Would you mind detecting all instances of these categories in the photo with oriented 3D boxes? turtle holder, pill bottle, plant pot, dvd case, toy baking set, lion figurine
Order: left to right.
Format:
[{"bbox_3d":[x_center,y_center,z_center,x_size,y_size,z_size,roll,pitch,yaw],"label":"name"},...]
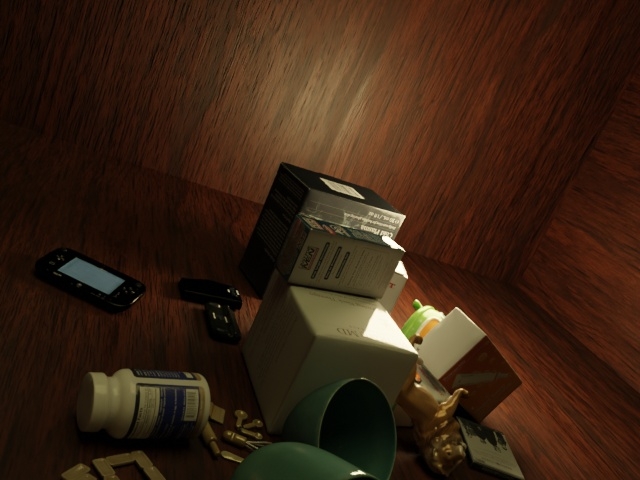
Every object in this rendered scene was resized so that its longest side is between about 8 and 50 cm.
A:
[{"bbox_3d":[-0.396,0.367,1.411,0.264,0.153,0.153,13,20,-33],"label":"pill bottle"},{"bbox_3d":[-0.203,0.480,1.541,0.196,0.030,0.256,13,20,-33],"label":"toy baking set"},{"bbox_3d":[-0.049,0.525,1.199,0.293,0.293,0.235,7,10,-44],"label":"plant pot"},{"bbox_3d":[0.021,0.478,1.509,0.195,0.290,0.290,-10,-10,41],"label":"plant pot"},{"bbox_3d":[0.287,0.466,1.816,0.392,0.142,0.240,46,59,5],"label":"lion figurine"},{"bbox_3d":[0.397,0.399,2.330,0.227,0.320,0.243,32,50,27],"label":"turtle holder"},{"bbox_3d":[0.529,0.661,1.987,0.179,0.030,0.239,22,17,-7],"label":"dvd case"}]

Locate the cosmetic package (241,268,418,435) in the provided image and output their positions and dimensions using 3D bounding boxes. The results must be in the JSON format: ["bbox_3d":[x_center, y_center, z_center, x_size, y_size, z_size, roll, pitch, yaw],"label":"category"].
[{"bbox_3d":[0.008,0.323,1.799,0.329,0.327,0.394,16,19,-26],"label":"cosmetic package"}]

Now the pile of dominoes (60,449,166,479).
[{"bbox_3d":[-0.384,0.513,1.225,0.196,0.040,0.251,6,16,-45],"label":"pile of dominoes"}]

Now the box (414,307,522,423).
[{"bbox_3d":[0.497,0.425,2.116,0.345,0.215,0.168,47,0,-37],"label":"box"}]

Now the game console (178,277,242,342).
[{"bbox_3d":[-0.356,0.227,2.101,0.213,0.044,0.361,14,18,-24],"label":"game console"}]

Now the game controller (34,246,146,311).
[{"bbox_3d":[-0.702,0.118,1.919,0.319,0.067,0.166,24,16,3],"label":"game controller"}]

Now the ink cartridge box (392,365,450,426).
[{"bbox_3d":[0.238,0.479,1.986,0.289,0.122,0.211,14,19,-31],"label":"ink cartridge box"}]

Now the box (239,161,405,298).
[{"bbox_3d":[0.000,0.000,2.529,0.480,0.472,0.297,13,21,-33],"label":"box"}]

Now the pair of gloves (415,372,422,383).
[{"bbox_3d":[0.278,0.423,1.979,0.083,0.010,0.074,16,19,-19],"label":"pair of gloves"}]

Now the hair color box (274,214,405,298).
[{"bbox_3d":[0.059,0.051,1.825,0.347,0.174,0.105,13,19,-34],"label":"hair color box"}]

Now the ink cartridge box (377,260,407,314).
[{"bbox_3d":[0.080,0.211,2.119,0.285,0.395,0.166,22,17,-7],"label":"ink cartridge box"}]
